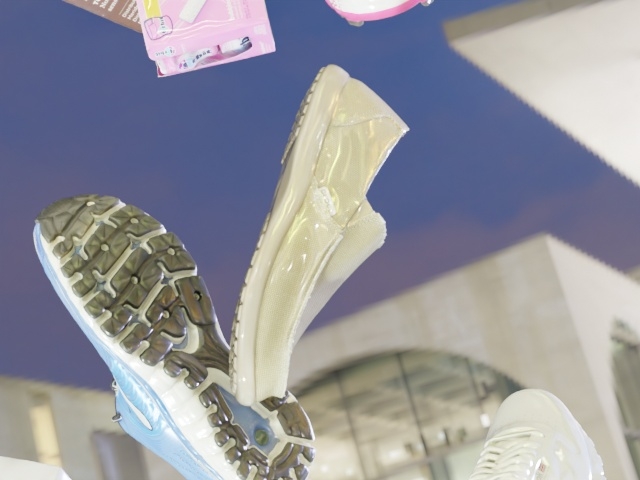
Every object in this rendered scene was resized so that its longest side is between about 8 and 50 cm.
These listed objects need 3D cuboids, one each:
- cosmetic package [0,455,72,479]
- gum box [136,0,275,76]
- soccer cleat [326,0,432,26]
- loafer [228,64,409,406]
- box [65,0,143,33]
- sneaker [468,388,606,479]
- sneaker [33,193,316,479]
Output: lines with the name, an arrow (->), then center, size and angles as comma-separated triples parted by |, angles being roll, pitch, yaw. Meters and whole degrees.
cosmetic package -> -0.273, 0.408, 1.549 | 0.156, 0.217, 0.385 | 4, -41, 31
gum box -> -0.111, -0.239, 1.350 | 0.107, 0.188, 0.062 | -14, -19, 0
soccer cleat -> 0.043, -0.315, 1.398 | 0.116, 0.331, 0.143 | -14, -59, 12
loafer -> 0.000, 0.000, 1.152 | 0.092, 0.269, 0.102 | 18, -10, -3
box -> -0.313, -0.372, 1.672 | 0.381, 0.191, 0.143 | 21, -65, -41
sneaker -> 0.140, 0.181, 1.075 | 0.090, 0.235, 0.095 | -21, -57, 25
sneaker -> -0.154, 0.110, 1.368 | 0.147, 0.330, 0.130 | -29, 8, 47
